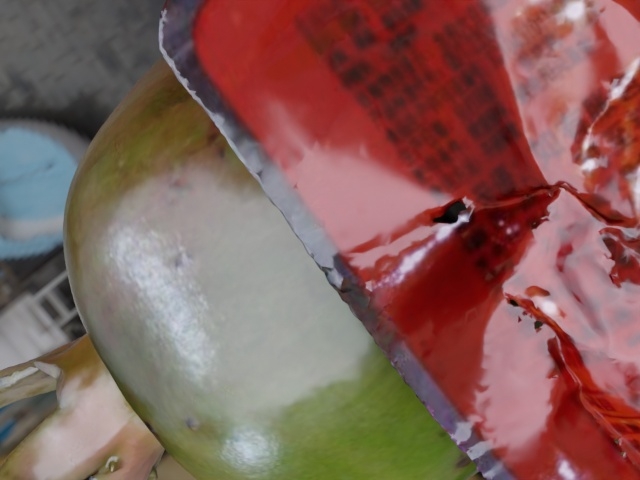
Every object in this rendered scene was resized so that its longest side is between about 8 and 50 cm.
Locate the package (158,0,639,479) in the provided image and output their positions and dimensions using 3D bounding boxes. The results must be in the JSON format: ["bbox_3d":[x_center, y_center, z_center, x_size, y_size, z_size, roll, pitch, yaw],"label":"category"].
[{"bbox_3d":[0.094,-0.007,0.594,0.071,0.194,0.269,9,133,57],"label":"package"}]

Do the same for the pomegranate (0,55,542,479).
[{"bbox_3d":[-0.026,0.026,0.682,0.224,0.181,0.181,-37,94,16],"label":"pomegranate"}]

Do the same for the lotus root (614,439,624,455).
[{"bbox_3d":[0.303,0.261,2.034,0.144,0.143,0.070,-5,118,-12],"label":"lotus root"}]
